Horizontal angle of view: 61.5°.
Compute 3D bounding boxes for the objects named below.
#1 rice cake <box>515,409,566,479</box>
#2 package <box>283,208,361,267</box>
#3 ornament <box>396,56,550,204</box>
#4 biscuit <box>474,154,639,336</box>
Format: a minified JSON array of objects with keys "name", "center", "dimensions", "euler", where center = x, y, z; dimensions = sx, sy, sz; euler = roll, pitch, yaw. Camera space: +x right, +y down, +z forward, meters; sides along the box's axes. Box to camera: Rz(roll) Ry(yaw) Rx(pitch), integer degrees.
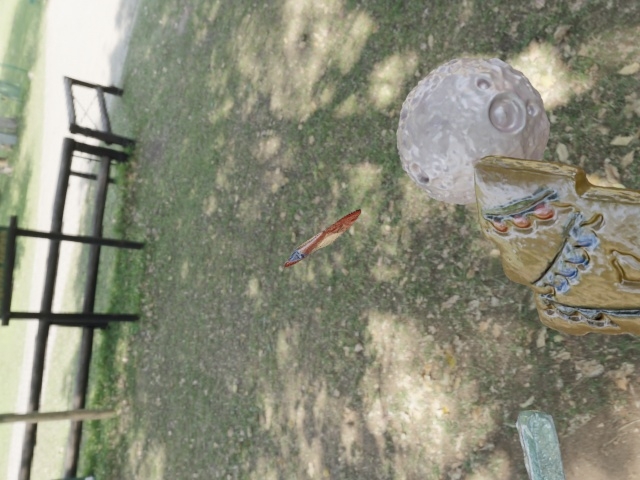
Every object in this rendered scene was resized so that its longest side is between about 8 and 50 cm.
[{"name":"rice cake","center":[0.224,0.269,0.513],"dimensions":[0.033,0.033,0.208],"euler":[105,159,-75]},{"name":"package","center":[0.000,0.000,0.970],"dimensions":[0.022,0.083,0.200],"euler":[61,148,8]},{"name":"ornament","center":[0.265,-0.188,0.932],"dimensions":[0.225,0.259,0.259],"euler":[162,114,-80]},{"name":"biscuit","center":[0.291,0.014,0.623],"dimensions":[0.301,0.043,0.278],"euler":[39,153,5]}]
